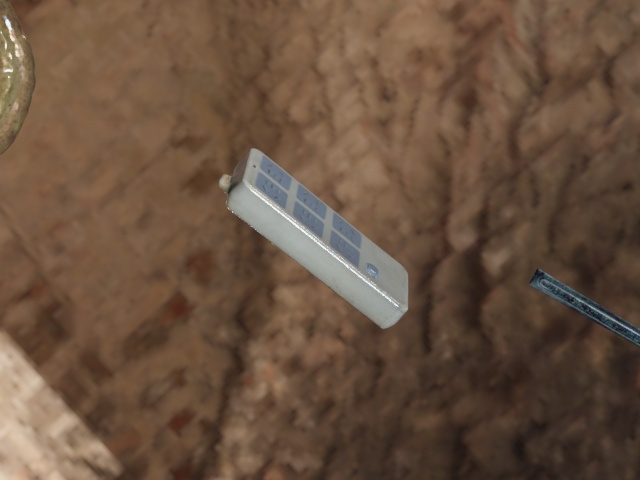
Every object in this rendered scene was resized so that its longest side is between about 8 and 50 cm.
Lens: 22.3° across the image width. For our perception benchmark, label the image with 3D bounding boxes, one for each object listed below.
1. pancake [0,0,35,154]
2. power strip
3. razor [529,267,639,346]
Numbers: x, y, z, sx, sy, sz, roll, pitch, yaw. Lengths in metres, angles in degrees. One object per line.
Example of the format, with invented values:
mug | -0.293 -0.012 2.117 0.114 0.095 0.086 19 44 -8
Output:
pancake | -0.457 -0.207 1.856 0.033 0.288 0.286 -9 -145 53
power strip | 0.000 0.000 1.861 0.046 0.270 0.118 -47 -167 17
razor | 0.275 0.076 1.472 0.066 0.190 0.033 -65 159 13
